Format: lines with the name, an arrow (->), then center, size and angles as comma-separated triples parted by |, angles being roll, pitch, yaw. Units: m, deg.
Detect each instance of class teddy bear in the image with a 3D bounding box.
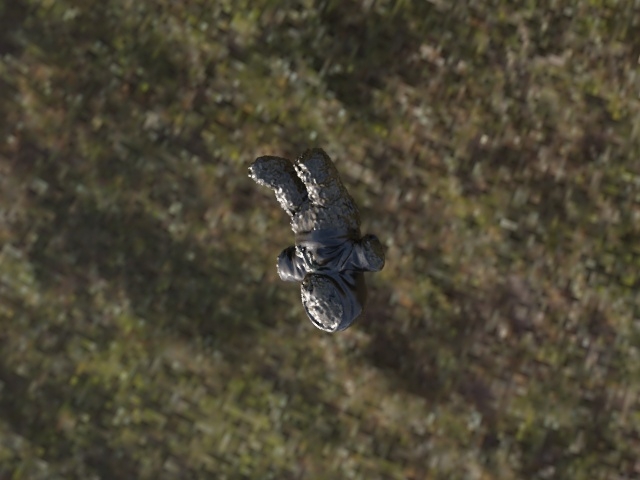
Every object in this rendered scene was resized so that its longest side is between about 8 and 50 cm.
teddy bear -> 0.005, -0.005, 1.494 | 0.119, 0.078, 0.160 | -4, 107, 43
